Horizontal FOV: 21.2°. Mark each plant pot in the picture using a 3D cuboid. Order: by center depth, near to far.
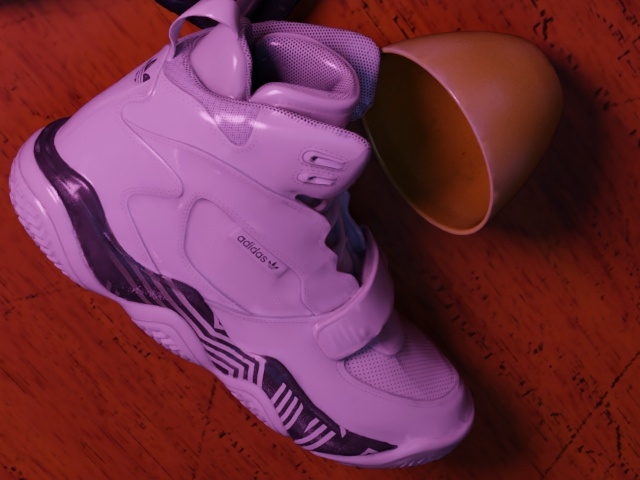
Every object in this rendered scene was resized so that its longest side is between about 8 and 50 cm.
[{"bbox_3d":[0.102,-0.085,1.117,0.095,0.134,0.134,-31,121,-24],"label":"plant pot"}]

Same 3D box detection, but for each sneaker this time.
[{"bbox_3d":[0.000,0.000,1.096,0.366,0.137,0.210,35,123,-20],"label":"sneaker"}]

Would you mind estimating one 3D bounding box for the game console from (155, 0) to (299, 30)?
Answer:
[{"bbox_3d":[0.008,-0.286,1.038,0.213,0.044,0.361,31,106,-21],"label":"game console"}]
